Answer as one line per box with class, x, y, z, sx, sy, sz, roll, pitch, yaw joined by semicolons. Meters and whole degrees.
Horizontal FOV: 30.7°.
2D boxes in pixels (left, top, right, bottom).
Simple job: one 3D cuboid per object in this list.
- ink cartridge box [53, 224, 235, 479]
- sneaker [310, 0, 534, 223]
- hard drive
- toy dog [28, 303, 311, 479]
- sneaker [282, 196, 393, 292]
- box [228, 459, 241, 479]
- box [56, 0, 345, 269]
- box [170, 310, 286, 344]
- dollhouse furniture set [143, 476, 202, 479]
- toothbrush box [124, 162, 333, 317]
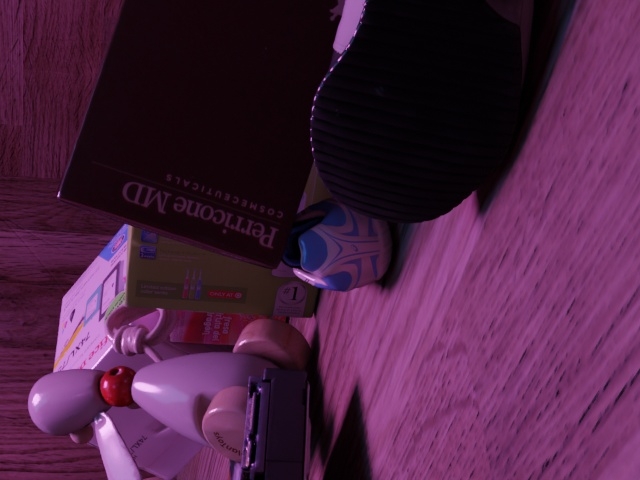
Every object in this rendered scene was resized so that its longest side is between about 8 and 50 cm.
ink cartridge box;-0.226;0.139;1.580;0.198;0.197;0.270;-47;27;21
sneaker;0.075;-0.160;0.690;0.146;0.122;0.330;-72;-5;-49
hard drive;-0.047;0.314;1.087;0.237;0.064;0.339;-89;1;-47
toy dog;-0.144;0.196;1.279;0.334;0.220;0.161;6;127;41
sneaker;0.000;0.000;1.040;0.237;0.086;0.085;-179;91;-80
box;-0.095;0.363;1.518;0.186;0.038;0.145;161;111;-77
box;-0.075;-0.184;0.985;0.143;0.191;0.381;-166;94;-78
box;-0.100;-0.032;1.408;0.154;0.142;0.300;-102;19;-54
dollhouse furniture set;-0.198;0.494;1.601;0.394;0.256;0.362;10;109;62
toothbrush box;-0.091;-0.068;1.210;0.122;0.206;0.283;-100;17;-52
